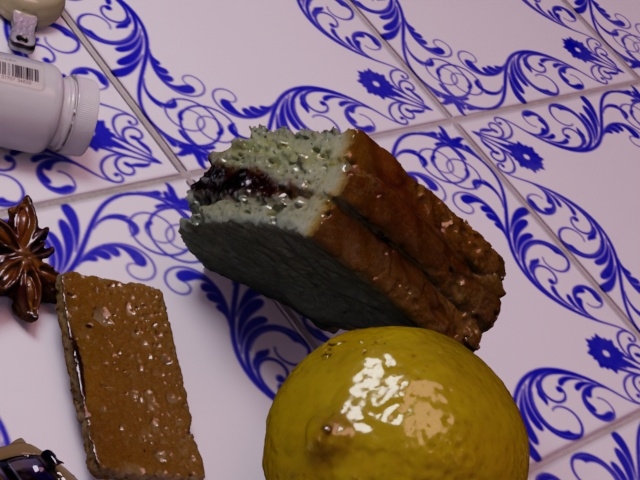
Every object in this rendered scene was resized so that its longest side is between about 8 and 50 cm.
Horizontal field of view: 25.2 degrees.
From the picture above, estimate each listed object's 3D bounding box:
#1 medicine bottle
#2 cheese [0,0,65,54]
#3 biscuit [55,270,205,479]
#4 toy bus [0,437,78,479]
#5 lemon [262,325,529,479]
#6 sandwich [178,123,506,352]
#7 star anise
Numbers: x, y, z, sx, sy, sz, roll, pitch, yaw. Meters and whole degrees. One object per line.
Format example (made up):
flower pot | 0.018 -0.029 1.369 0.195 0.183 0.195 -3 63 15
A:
medicine bottle | -0.343 -0.152 1.558 0.186 0.103 0.103 10 43 -26
cheese | -0.353 -0.285 1.739 0.092 0.047 0.171 -1 49 -33
biscuit | -0.190 0.134 1.404 0.131 0.025 0.231 14 45 -37
toy bus | -0.312 0.261 1.113 0.289 0.139 0.157 -13 50 -39
lemon | 0.073 0.201 1.359 0.267 0.267 0.267 20 40 -17
sandwich | 0.001 0.000 1.503 0.262 0.325 0.131 39 71 -34
star anise | -0.322 -0.003 1.435 0.097 0.070 0.191 -15 78 -41
